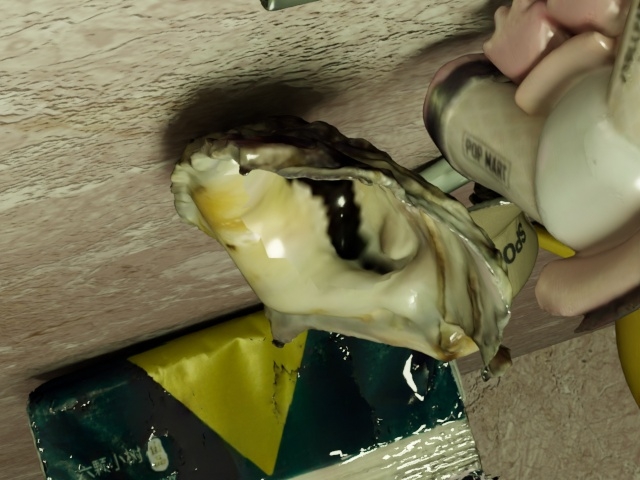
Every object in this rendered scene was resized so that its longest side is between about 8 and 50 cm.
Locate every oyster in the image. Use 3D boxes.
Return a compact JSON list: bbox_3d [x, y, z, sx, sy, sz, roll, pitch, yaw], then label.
[{"bbox_3d":[0.007,-0.008,0.990,0.100,0.271,0.275,-44,144,-15],"label":"oyster"}]

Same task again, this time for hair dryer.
[{"bbox_3d":[0.066,-0.030,1.322,0.137,0.047,0.082,-32,165,32],"label":"hair dryer"}]

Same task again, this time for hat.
[{"bbox_3d":[0.132,0.000,1.317,0.147,0.085,0.175,-45,-179,-28],"label":"hat"}]

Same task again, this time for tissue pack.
[{"bbox_3d":[-0.050,0.205,1.794,0.417,0.253,0.264,-18,171,2],"label":"tissue pack"}]

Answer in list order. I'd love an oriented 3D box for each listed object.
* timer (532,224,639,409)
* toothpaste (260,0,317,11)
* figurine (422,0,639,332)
[{"bbox_3d":[0.420,0.065,1.687,0.387,0.376,0.376,18,153,-28],"label":"timer"},{"bbox_3d":[0.085,-0.142,0.737,0.239,0.039,0.062,-17,164,-13],"label":"toothpaste"},{"bbox_3d":[0.250,-0.059,0.962,0.361,0.211,0.253,-3,172,-35],"label":"figurine"}]
